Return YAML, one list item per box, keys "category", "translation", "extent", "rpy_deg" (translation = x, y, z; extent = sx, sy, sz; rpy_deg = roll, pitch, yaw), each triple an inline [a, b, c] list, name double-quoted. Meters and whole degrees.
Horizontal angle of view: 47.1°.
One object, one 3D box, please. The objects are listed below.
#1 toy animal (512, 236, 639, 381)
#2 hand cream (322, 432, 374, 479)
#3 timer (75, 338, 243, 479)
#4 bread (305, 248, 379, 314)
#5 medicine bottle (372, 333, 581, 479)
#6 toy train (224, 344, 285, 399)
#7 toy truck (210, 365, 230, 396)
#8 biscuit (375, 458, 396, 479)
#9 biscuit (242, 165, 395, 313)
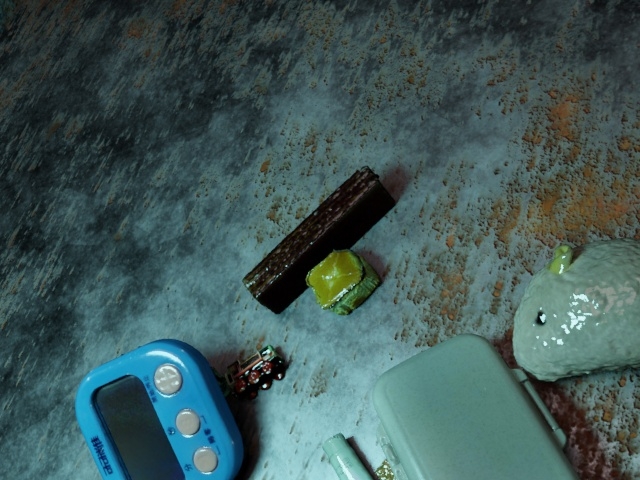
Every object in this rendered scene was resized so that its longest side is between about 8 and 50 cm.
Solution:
- category: "toy animal"
  translation: [0.492, 0.103, 1.239]
  extent: [0.358, 0.188, 0.227]
  rpy_deg: [-14, 64, 22]
- category: "hand cream"
  translation: [0.072, 0.457, 1.372]
  extent: [0.078, 0.050, 0.205]
  rpy_deg: [-40, 55, 5]
- category: "timer"
  translation: [-0.332, 0.386, 1.522]
  extent: [0.309, 0.115, 0.340]
  rpy_deg: [-26, 88, 14]
- category: "bread"
  translation: [0.044, 0.085, 1.582]
  extent: [0.140, 0.069, 0.128]
  rpy_deg: [-43, 50, 6]
- category: "medicine bottle"
  translation: [0.259, 0.351, 1.253]
  extent: [0.282, 0.123, 0.375]
  rpy_deg: [-27, 49, 0]
- category: "toy train"
  translation: [-0.140, 0.282, 1.590]
  extent: [0.138, 0.050, 0.087]
  rpy_deg: [-36, 49, 8]
- category: "toy truck"
  translation: [-0.282, 0.337, 1.629]
  extent: [0.154, 0.080, 0.078]
  rpy_deg: [-39, 30, 5]
- category: "biscuit"
  translation: [0.213, 0.448, 1.308]
  extent: [0.131, 0.025, 0.231]
  rpy_deg: [-46, 52, -2]
- category: "biscuit"
  translation: [0.000, 0.000, 1.630]
  extent: [0.388, 0.107, 0.073]
  rpy_deg: [-44, 52, 1]
